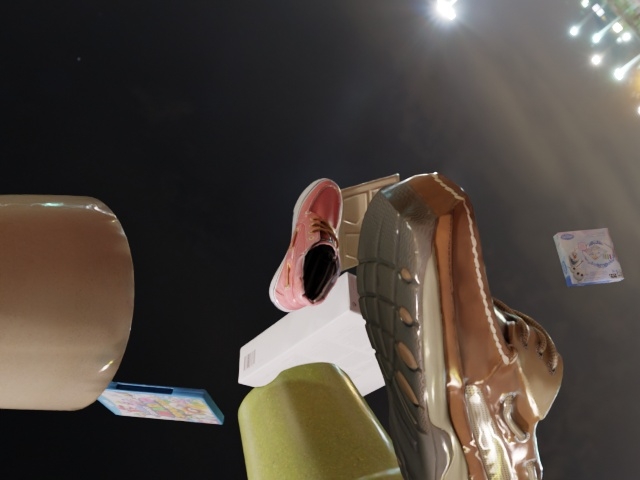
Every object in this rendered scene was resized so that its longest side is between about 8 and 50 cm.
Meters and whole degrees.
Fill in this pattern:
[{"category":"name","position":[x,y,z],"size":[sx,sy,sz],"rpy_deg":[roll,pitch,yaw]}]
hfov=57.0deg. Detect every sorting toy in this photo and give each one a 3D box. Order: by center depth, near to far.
[{"category":"sorting toy","position":[0.119,-0.004,1.512],"size":[0.229,0.307,0.041],"rpy_deg":[-20,-152,-34]}]

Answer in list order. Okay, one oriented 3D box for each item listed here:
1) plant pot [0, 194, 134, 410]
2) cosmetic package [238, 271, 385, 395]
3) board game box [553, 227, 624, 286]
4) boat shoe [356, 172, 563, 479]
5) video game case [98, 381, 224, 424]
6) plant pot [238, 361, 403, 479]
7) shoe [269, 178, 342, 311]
[{"category":"plant pot","position":[-0.383,0.058,0.606],"size":[0.274,0.256,0.256],"rpy_deg":[10,-132,-51]},{"category":"cosmetic package","position":[0.045,0.234,1.270],"size":[0.284,0.377,0.097],"rpy_deg":[27,-136,-30]},{"category":"board game box","position":[0.439,0.027,0.967],"size":[0.090,0.020,0.090],"rpy_deg":[-5,-110,-6]},{"category":"boat shoe","position":[0.108,0.094,0.440],"size":[0.122,0.120,0.324],"rpy_deg":[-118,13,-54]},{"category":"video game case","position":[-0.230,0.230,0.832],"size":[0.166,0.119,0.015],"rpy_deg":[3,-122,7]},{"category":"plant pot","position":[0.005,0.322,0.825],"size":[0.276,0.276,0.254],"rpy_deg":[17,-147,-39]},{"category":"shoe","position":[0.000,0.000,0.698],"size":[0.063,0.081,0.178],"rpy_deg":[29,-111,-22]}]
